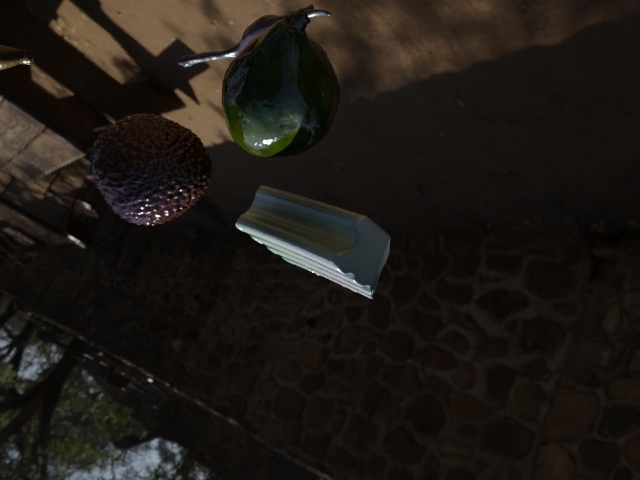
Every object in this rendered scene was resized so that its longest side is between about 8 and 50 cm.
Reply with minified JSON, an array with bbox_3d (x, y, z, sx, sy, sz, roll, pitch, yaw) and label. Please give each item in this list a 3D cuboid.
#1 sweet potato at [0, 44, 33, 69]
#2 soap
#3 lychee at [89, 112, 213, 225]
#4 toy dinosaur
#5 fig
[{"bbox_3d":[-0.826,-0.420,1.307,0.112,0.085,0.286,35,-149,28],"label":"sweet potato"},{"bbox_3d":[0.000,0.000,0.947,0.289,0.095,0.173,21,168,48],"label":"soap"},{"bbox_3d":[-0.277,-0.116,0.917,0.194,0.194,0.194,24,162,8],"label":"lychee"},{"bbox_3d":[-0.182,-0.494,1.385,0.331,0.129,0.383,-11,-173,-15],"label":"toy dinosaur"},{"bbox_3d":[-0.063,-0.244,0.849,0.195,0.195,0.245,23,149,13],"label":"fig"}]
